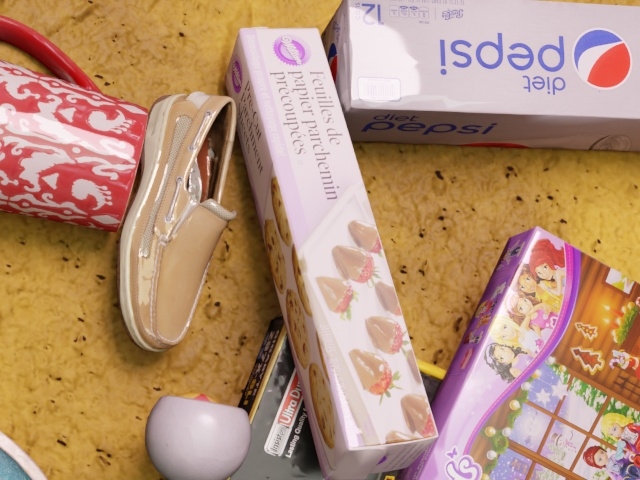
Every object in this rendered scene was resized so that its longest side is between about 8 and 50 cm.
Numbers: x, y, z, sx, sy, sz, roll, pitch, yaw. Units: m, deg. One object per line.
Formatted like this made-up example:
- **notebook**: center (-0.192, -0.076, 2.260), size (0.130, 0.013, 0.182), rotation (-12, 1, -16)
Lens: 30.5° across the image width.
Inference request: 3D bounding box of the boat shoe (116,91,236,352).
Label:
- **boat shoe**: center (-0.094, -0.015, 0.829), size (0.072, 0.068, 0.190), rotation (-1, 80, 32)

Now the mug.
- **mug**: center (-0.208, -0.087, 0.809), size (0.169, 0.113, 0.150), rotation (15, 81, -13)

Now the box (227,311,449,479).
- **box**: center (0.032, 0.244, 0.827), size (0.257, 0.079, 0.322), rotation (24, 77, -10)

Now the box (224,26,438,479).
- **box**: center (0.000, 0.000, 0.804), size (0.063, 0.067, 0.324), rotation (-5, 63, -21)

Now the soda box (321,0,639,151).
- **soda box**: center (0.148, -0.124, 0.893), size (0.286, 0.098, 0.091), rotation (1, 80, -12)

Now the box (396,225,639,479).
- **box**: center (0.164, 0.166, 0.799), size (0.201, 0.057, 0.293), rotation (28, 77, -7)

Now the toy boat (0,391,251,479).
- **toy boat**: center (-0.192, 0.188, 0.750), size (0.318, 0.148, 0.267), rotation (-30, 89, -14)
